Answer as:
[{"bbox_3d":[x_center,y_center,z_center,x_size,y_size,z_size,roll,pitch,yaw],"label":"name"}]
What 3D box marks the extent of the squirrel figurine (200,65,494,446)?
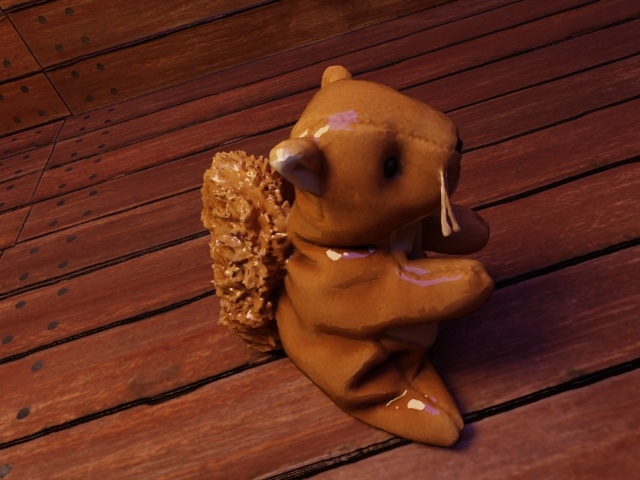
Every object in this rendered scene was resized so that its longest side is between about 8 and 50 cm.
[{"bbox_3d":[0.000,0.000,0.525,0.397,0.370,0.281,7,48,23],"label":"squirrel figurine"}]
